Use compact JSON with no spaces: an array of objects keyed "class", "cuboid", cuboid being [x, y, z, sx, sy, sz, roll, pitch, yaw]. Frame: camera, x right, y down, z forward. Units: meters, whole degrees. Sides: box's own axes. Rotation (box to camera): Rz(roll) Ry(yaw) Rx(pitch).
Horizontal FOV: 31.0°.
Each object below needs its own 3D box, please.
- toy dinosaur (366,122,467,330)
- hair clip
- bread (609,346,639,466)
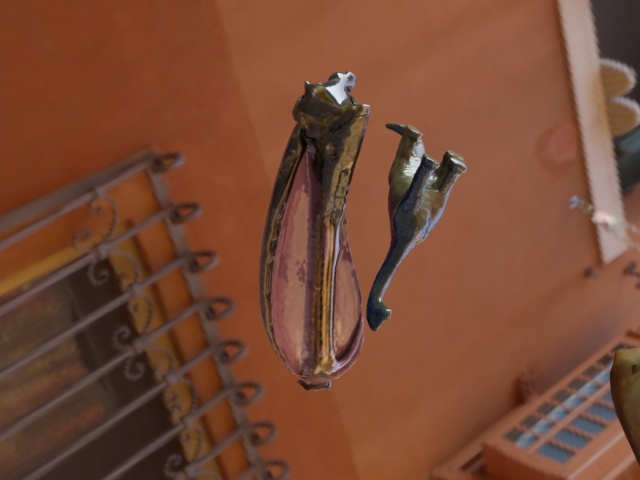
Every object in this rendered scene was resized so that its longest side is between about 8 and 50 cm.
[{"class":"toy dinosaur","cuboid":[0.084,-0.030,1.294,0.188,0.075,0.247,-58,-157,17]},{"class":"hair clip","cuboid":[-0.002,0.000,1.250,0.096,0.110,0.358,16,-68,23]},{"class":"bread","cuboid":[0.352,0.145,0.666,0.143,0.333,0.323,-45,-112,39]}]
